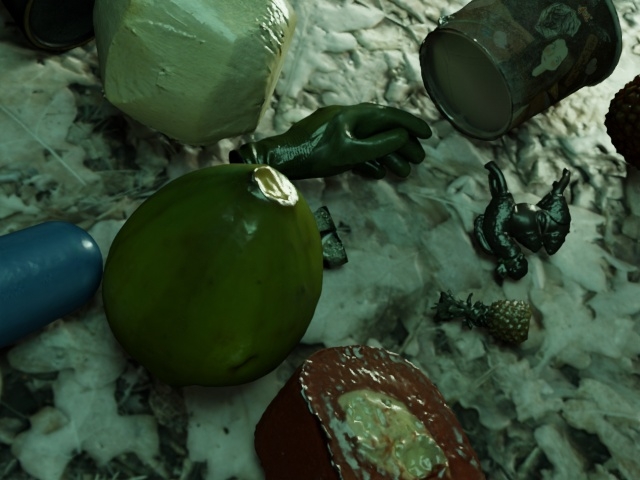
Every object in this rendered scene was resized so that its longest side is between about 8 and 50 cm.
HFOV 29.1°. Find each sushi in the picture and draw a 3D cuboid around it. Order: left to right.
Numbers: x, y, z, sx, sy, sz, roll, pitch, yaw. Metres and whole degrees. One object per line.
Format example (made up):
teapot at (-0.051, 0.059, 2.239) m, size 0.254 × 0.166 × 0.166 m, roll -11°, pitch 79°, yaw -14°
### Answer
sushi at (0.000, 0.000, 1.539) m, size 0.046 × 0.044 × 0.083 m, roll -21°, pitch 62°, yaw -3°

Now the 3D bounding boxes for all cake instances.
cake at (0.057, 0.253, 1.320) m, size 0.177 × 0.151 × 0.283 m, roll -7°, pitch 60°, yaw -35°

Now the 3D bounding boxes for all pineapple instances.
pineapple at (0.198, 0.095, 1.529) m, size 0.124 × 0.058 × 0.058 m, roll 7°, pitch 55°, yaw 5°

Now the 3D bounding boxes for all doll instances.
doll at (0.266, -0.024, 1.617) m, size 0.139 × 0.057 × 0.165 m, roll 8°, pitch 65°, yaw -13°

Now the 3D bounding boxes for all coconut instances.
coconut at (-0.168, -0.249, 1.529) m, size 0.247 × 0.245 × 0.245 m, roll 21°, pitch 54°, yaw -2°

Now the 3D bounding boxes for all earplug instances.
earplug at (-0.361, 0.060, 1.337) m, size 0.273 × 0.132 × 0.132 m, roll -25°, pitch 67°, yaw -32°

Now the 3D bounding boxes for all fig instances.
fig at (-0.109, 0.029, 1.339) m, size 0.239 × 0.271 × 0.239 m, roll 15°, pitch 42°, yaw -14°

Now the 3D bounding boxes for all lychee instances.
lychee at (0.486, -0.164, 1.707) m, size 0.188 × 0.188 × 0.188 m, roll 8°, pitch 56°, yaw -12°

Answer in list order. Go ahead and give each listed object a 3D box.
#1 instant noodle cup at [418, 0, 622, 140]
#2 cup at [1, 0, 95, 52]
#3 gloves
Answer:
instant noodle cup at (0.264, -0.260, 1.684) m, size 0.207 × 0.217 × 0.217 m, roll -37°, pitch 73°, yaw -25°
cup at (-0.384, -0.349, 1.572) m, size 0.239 × 0.166 × 0.177 m, roll -27°, pitch 65°, yaw -31°
gloves at (0.017, -0.119, 1.571) m, size 0.268 × 0.135 × 0.107 m, roll -9°, pitch 102°, yaw -19°
